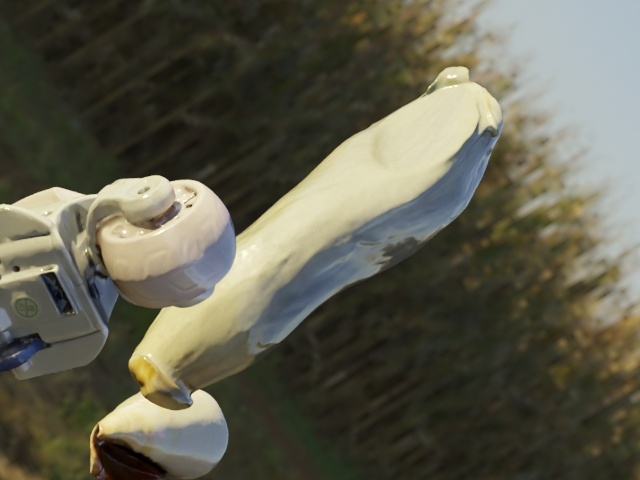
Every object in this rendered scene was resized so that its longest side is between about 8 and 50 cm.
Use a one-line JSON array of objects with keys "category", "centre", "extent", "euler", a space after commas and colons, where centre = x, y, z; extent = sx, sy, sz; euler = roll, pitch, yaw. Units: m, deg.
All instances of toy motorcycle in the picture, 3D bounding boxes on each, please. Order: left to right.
[{"category": "toy motorcycle", "centre": [-0.162, 0.014, 1.085], "extent": [0.112, 0.254, 0.112], "euler": [-14, 90, -70]}]

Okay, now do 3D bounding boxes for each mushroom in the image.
[{"category": "mushroom", "centre": [0.000, 0.000, 1.403], "extent": [0.097, 0.351, 0.109], "euler": [49, -24, 9]}]

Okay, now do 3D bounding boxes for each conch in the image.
[{"category": "conch", "centre": [-0.139, 0.176, 1.655], "extent": [0.094, 0.104, 0.176], "euler": [44, 12, 3]}]
